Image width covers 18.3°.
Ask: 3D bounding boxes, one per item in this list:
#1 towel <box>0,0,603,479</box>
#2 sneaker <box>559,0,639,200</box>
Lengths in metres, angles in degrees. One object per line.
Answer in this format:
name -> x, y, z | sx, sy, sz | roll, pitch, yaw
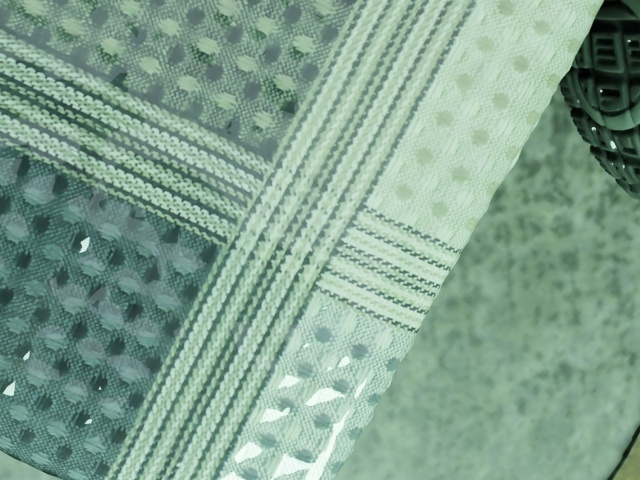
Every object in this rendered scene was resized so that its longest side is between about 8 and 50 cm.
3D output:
towel -> -0.072, -0.060, 0.808 | 0.312, 0.056, 0.324 | 27, 101, -14
sneaker -> 0.170, -0.142, 0.861 | 0.130, 0.109, 0.286 | -17, 114, -22
